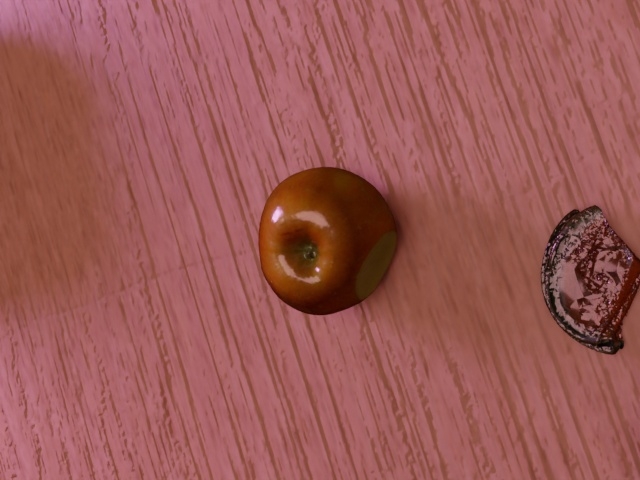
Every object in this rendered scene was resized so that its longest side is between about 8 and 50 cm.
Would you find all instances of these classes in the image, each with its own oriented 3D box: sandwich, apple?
[{"bbox_3d":[0.192,0.026,0.580,0.069,0.026,0.101,16,97,23],"label":"sandwich"},{"bbox_3d":[0.000,0.000,0.621,0.099,0.102,0.114,29,103,19],"label":"apple"}]
